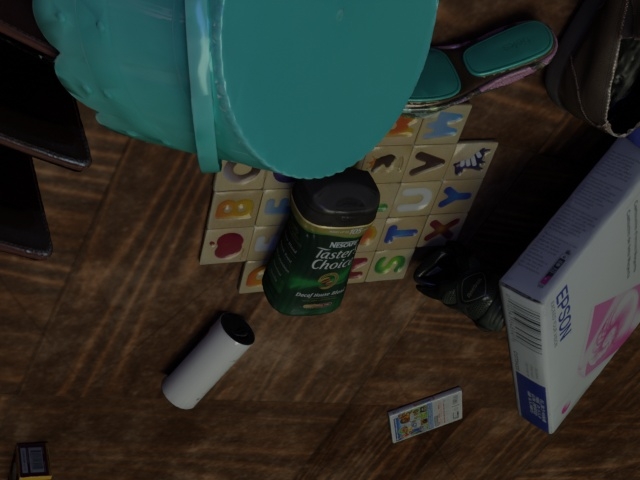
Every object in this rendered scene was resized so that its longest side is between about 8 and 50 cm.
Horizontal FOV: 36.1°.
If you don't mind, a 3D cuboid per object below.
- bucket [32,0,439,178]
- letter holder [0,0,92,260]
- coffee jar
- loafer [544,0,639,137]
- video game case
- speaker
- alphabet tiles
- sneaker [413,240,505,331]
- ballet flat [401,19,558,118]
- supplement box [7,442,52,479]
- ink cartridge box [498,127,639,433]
[{"bbox_3d":[-0.053,-0.182,0.739,0.281,0.183,0.281,-26,126,-43],"label":"bucket"},{"bbox_3d":[-0.301,-0.135,0.731,0.152,0.214,0.302,-43,136,21],"label":"letter holder"},{"bbox_3d":[0.000,0.000,1.114,0.096,0.079,0.184,-2,135,-24],"label":"coffee jar"},{"bbox_3d":[0.357,-0.254,0.989,0.134,0.130,0.365,-6,136,-21],"label":"loafer"},{"bbox_3d":[0.168,0.279,1.570,0.122,0.011,0.087,-19,140,-7],"label":"video game case"},{"bbox_3d":[-0.142,0.153,1.246,0.055,0.055,0.136,20,124,-40],"label":"speaker"},{"bbox_3d":[0.034,-0.046,1.151,0.343,0.011,0.285,-4,136,-22],"label":"alphabet tiles"},{"bbox_3d":[0.195,0.057,1.283,0.087,0.130,0.227,-55,170,4],"label":"sneaker"},{"bbox_3d":[0.141,-0.169,1.031,0.222,0.076,0.079,-18,159,-8],"label":"ballet flat"},{"bbox_3d":[-0.386,0.314,1.302,0.043,0.055,0.083,2,133,-26],"label":"supplement box"},{"bbox_3d":[0.356,0.042,1.243,0.330,0.071,0.324,-46,145,-19],"label":"ink cartridge box"}]
